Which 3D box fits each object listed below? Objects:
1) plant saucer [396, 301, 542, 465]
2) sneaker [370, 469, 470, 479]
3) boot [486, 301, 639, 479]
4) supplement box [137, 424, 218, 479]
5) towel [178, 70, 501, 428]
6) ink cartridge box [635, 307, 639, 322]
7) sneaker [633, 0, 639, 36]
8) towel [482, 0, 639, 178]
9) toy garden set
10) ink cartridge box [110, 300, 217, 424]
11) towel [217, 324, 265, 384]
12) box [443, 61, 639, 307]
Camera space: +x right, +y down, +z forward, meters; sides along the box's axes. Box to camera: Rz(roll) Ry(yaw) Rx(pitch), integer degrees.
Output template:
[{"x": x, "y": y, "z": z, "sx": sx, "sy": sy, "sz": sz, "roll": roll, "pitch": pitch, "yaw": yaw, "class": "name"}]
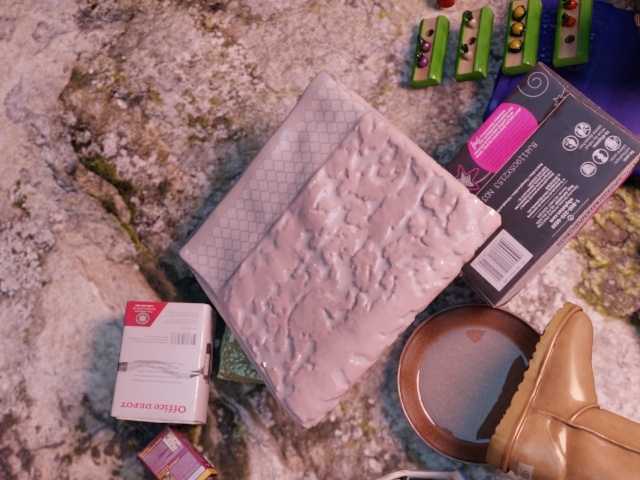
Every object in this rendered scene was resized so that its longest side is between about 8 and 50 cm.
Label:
[{"x": 0.194, "y": 0.178, "z": 0.945, "sx": 0.198, "sy": 0.036, "sz": 0.199, "roll": -2, "pitch": 72, "yaw": 6, "class": "plant saucer"}, {"x": 0.063, "y": 0.310, "z": 0.883, "sx": 0.237, "sy": 0.086, "sz": 0.085, "roll": -11, "pitch": 39, "yaw": -2, "class": "sneaker"}, {"x": 0.344, "y": 0.209, "z": 0.809, "sx": 0.269, "sy": 0.089, "sz": 0.236, "roll": 21, "pitch": 62, "yaw": 26, "class": "boot"}, {"x": -0.178, "y": 0.280, "z": 0.947, "sx": 0.055, "sy": 0.043, "sz": 0.083, "roll": -44, "pitch": 74, "yaw": -8, "class": "supplement box"}, {"x": 0.000, "y": 0.000, "z": 0.923, "sx": 0.332, "sy": 0.053, "sz": 0.317, "roll": -49, "pitch": 59, "yaw": 12, "class": "towel"}, {"x": 0.442, "y": 0.131, "z": 0.937, "sx": 0.062, "sy": 0.029, "sz": 0.115, "roll": -15, "pitch": 73, "yaw": 1, "class": "ink cartridge box"}, {"x": 0.468, "y": -0.351, "z": 0.968, "sx": 0.202, "sy": 0.185, "sz": 0.483, "roll": 18, "pitch": 41, "yaw": 26, "class": "sneaker"}, {"x": 0.397, "y": -0.203, "z": 1.028, "sx": 0.308, "sy": 0.076, "sz": 0.228, "roll": 21, "pitch": 79, "yaw": 14, "class": "towel"}, {"x": 0.242, "y": -0.322, "z": 1.036, "sx": 0.244, "sy": 0.049, "sz": 0.204, "roll": -2, "pitch": 66, "yaw": 33, "class": "toy garden set"}, {"x": -0.198, "y": 0.159, "z": 0.977, "sx": 0.109, "sy": 0.063, "sz": 0.151, "roll": 2, "pitch": 73, "yaw": 6, "class": "ink cartridge box"}, {"x": -0.057, "y": 0.137, "z": 0.989, "sx": 0.148, "sy": 0.027, "sz": 0.110, "roll": 6, "pitch": 72, "yaw": 9, "class": "towel"}, {"x": 0.247, "y": -0.058, "z": 0.927, "sx": 0.163, "sy": 0.142, "sz": 0.247, "roll": 44, "pitch": 102, "yaw": 16, "class": "box"}]
